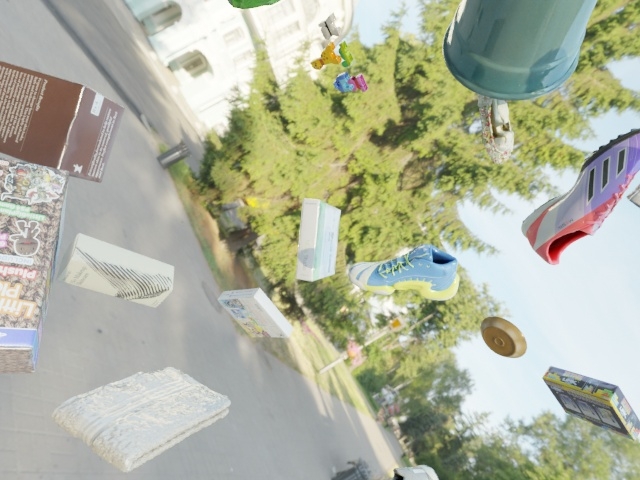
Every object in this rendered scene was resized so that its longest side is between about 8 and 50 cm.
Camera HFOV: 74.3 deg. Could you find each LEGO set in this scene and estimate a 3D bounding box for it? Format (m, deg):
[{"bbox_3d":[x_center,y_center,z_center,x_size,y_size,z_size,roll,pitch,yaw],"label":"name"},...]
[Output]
[{"bbox_3d":[0.033,-0.495,1.183,0.093,0.087,0.227,3,-41,41],"label":"LEGO set"}]

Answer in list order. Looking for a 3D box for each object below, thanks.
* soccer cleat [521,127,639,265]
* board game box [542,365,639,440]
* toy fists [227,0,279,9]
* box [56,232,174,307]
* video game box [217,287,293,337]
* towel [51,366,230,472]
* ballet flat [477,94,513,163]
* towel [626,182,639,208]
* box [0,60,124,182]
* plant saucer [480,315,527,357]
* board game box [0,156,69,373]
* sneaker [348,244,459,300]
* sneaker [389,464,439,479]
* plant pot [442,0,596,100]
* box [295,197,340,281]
[{"bbox_3d":[0.552,-0.080,0.852,0.318,0.108,0.117,-57,-148,41],"label":"soccer cleat"},{"bbox_3d":[0.649,0.385,1.016,0.141,0.048,0.170,53,-19,-16],"label":"board game box"},{"bbox_3d":[-0.011,-0.350,0.456,0.142,0.279,0.096,65,20,-62],"label":"toy fists"},{"bbox_3d":[-0.557,0.090,1.172,0.275,0.113,0.094,25,36,-36],"label":"box"},{"bbox_3d":[-0.217,0.247,1.415,0.205,0.187,0.048,56,42,-28],"label":"video game box"},{"bbox_3d":[-0.318,0.320,0.803,0.187,0.049,0.282,18,7,22],"label":"towel"},{"bbox_3d":[0.500,-0.320,1.187,0.241,0.091,0.077,64,-6,-24],"label":"ballet flat"},{"bbox_3d":[1.006,-0.120,1.023,0.332,0.317,0.053,42,23,13],"label":"towel"},{"bbox_3d":[-0.662,-0.281,0.948,0.381,0.191,0.143,20,1,13],"label":"box"},{"bbox_3d":[0.308,0.169,0.722,0.083,0.015,0.084,33,-41,35],"label":"plant saucer"},{"bbox_3d":[-0.514,0.049,0.681,0.232,0.141,0.291,-38,-130,50],"label":"board game box"},{"bbox_3d":[0.182,0.053,0.913,0.091,0.239,0.126,-78,173,-53],"label":"sneaker"},{"bbox_3d":[0.157,0.545,0.787,0.132,0.086,0.229,20,56,-26],"label":"sneaker"},{"bbox_3d":[0.473,-0.563,0.956,0.341,0.341,0.334,59,-4,21],"label":"plant pot"},{"bbox_3d":[0.000,0.000,1.328,0.322,0.058,0.233,7,89,-78],"label":"box"}]
